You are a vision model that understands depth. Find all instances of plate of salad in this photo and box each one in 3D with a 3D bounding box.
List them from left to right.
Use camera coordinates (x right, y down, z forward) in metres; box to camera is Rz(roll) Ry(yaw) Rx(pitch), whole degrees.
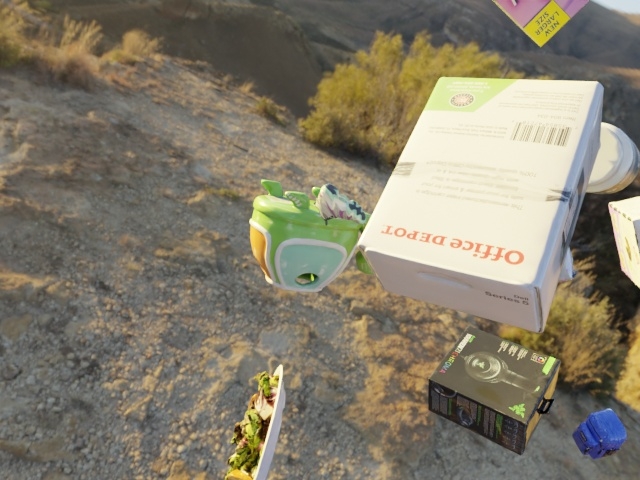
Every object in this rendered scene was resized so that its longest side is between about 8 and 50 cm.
[{"bbox_3d":[-0.087,0.250,0.671,0.048,0.200,0.200,18,25,-5],"label":"plate of salad"}]

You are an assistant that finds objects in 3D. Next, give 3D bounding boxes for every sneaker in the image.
[{"bbox_3d":[0.031,-0.047,0.961,0.098,0.069,0.038,42,35,13],"label":"sneaker"}]

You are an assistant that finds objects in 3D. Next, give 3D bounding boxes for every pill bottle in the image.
[{"bbox_3d":[0.835,-0.245,1.635,0.204,0.204,0.361,42,25,27],"label":"pill bottle"}]

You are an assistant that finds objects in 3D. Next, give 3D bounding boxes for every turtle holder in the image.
[{"bbox_3d":[-0.017,-0.005,1.283,0.243,0.228,0.320,20,13,42],"label":"turtle holder"}]

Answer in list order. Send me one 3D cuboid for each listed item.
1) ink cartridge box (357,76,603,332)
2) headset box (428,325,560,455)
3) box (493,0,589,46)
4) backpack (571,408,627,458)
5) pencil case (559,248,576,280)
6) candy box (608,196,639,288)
[{"bbox_3d":[0.195,-0.055,0.639,0.198,0.273,0.115,13,-26,31],"label":"ink cartridge box"},{"bbox_3d":[0.471,0.393,1.447,0.283,0.131,0.246,20,42,35],"label":"headset box"},{"bbox_3d":[0.301,-0.443,0.751,0.243,0.213,0.117,37,31,-16],"label":"box"},{"bbox_3d":[0.714,0.496,1.384,0.101,0.120,0.098,-10,49,-17],"label":"backpack"},{"bbox_3d":[0.651,0.079,1.708,0.114,0.273,0.124,67,32,-20],"label":"pencil case"},{"bbox_3d":[0.684,0.007,1.146,0.196,0.070,0.165,-43,118,-70],"label":"candy box"}]
